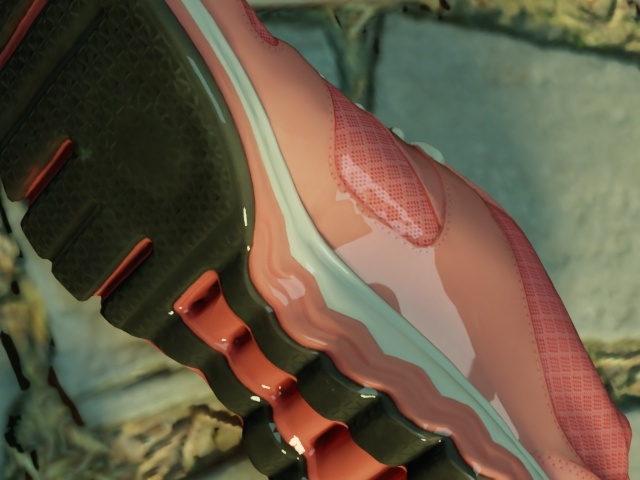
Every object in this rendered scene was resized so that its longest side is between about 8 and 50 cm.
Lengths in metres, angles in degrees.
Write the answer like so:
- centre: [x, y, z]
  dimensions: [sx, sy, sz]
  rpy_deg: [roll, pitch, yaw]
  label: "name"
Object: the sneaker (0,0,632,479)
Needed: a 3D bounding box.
- centre: [0.000, 0.001, 0.582]
  dimensions: [0.314, 0.116, 0.136]
  rpy_deg: [55, 42, 0]
  label: "sneaker"
